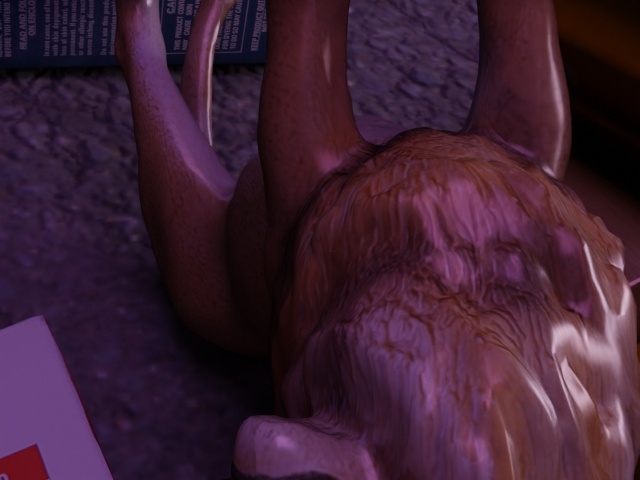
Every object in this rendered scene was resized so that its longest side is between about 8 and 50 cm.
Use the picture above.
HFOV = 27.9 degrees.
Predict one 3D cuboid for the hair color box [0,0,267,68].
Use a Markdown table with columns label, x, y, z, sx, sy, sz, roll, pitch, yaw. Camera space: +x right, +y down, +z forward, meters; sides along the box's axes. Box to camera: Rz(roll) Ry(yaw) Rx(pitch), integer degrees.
| label | x | y | z | sx | sy | sz | roll | pitch | yaw |
| --- | --- | --- | --- | --- | --- | --- | --- | --- | --- |
| hair color box | -0.168 | -0.182 | 0.685 | 0.347 | 0.105 | 0.174 | -3 | 46 | -16 |

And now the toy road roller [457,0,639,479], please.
| label | x | y | z | sx | sy | sz | roll | pitch | yaw |
| --- | --- | --- | --- | --- | --- | --- | --- | --- | --- |
| toy road roller | 0.147 | -0.078 | 0.481 | 0.329 | 0.241 | 0.202 | -41 | 34 | -1 |

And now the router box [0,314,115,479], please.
| label | x | y | z | sx | sy | sz | roll | pitch | yaw |
| --- | --- | --- | --- | --- | --- | --- | --- | --- | --- |
| router box | -0.155 | 0.196 | 0.237 | 0.335 | 0.082 | 0.301 | -22 | 44 | -12 |

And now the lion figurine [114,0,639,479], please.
| label | x | y | z | sx | sy | sz | roll | pitch | yaw |
| --- | --- | --- | --- | --- | --- | --- | --- | --- | --- |
| lion figurine | 0.000 | 0.000 | 0.475 | 0.142 | 0.240 | 0.392 | -4 | 10 | -11 |
